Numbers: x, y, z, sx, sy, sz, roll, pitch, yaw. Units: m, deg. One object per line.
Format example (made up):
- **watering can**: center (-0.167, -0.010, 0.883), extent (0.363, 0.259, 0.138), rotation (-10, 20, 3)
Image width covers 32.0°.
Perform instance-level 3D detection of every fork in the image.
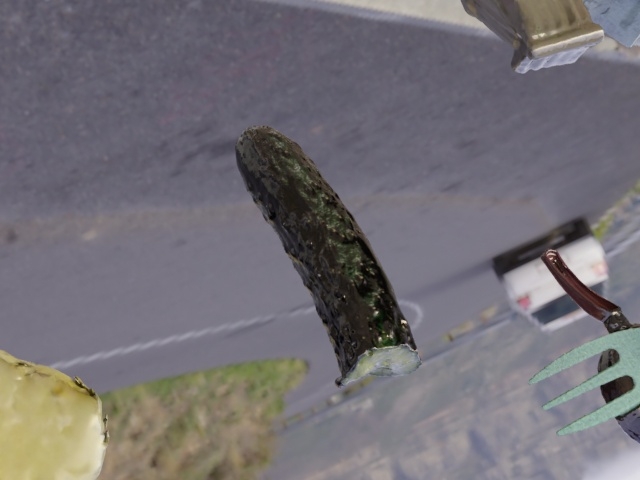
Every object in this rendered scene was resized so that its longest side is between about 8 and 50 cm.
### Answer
- **fork**: center (0.197, 0.028, 0.476), extent (0.235, 0.039, 0.021), rotation (-30, -178, 31)

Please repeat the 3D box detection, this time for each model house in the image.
- **model house**: center (0.152, -0.238, 0.839), extent (0.122, 0.229, 0.188), rotation (-22, -150, 7)

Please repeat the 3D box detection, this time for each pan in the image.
- **pan**: center (0.262, 0.083, 0.955), extent (0.115, 0.212, 0.040), rotation (-13, 150, -37)

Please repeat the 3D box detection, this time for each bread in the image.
- **bread**: center (-0.388, 0.175, 0.993), extent (0.315, 0.248, 0.279), rotation (1, 154, 41)

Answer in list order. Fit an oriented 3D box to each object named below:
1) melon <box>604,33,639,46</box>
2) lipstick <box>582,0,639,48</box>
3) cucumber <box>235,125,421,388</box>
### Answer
- **melon**: center (0.376, -0.363, 1.268), extent (0.272, 0.308, 0.272), rotation (-23, 166, -6)
- **lipstick**: center (0.339, -0.306, 1.015), extent (0.077, 0.076, 0.289), rotation (-52, 176, -38)
- **cucumber**: center (0.000, 0.000, 0.980), extent (0.081, 0.303, 0.072), rotation (-9, 139, -20)
